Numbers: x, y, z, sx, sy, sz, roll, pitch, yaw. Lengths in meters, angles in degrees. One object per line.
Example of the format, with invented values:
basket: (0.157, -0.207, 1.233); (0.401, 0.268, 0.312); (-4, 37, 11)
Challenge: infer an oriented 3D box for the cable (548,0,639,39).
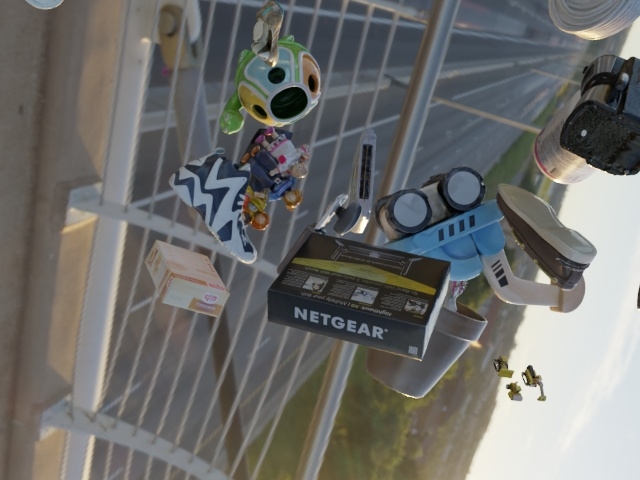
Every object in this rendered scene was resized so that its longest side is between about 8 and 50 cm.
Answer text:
cable: (0.651, -0.596, 1.581); (0.257, 0.089, 0.257); (-42, -131, 38)

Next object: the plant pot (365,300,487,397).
plant pot: (0.268, 0.280, 1.960); (0.280, 0.323, 0.323); (-64, 165, 6)

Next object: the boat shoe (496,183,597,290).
boat shoe: (0.469, -0.018, 1.489); (0.324, 0.116, 0.097); (-120, -142, -52)

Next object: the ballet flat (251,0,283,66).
ballet flat: (-0.136, -0.484, 1.637); (0.067, 0.073, 0.206); (-37, 162, -23)

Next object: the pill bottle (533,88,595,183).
pill bottle: (0.604, -0.248, 1.532); (0.283, 0.160, 0.160); (108, 8, -73)

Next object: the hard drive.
hard drive: (-0.179, -0.197, 1.901); (0.054, 0.172, 0.255); (27, 86, -30)

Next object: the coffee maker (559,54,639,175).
coffee maker: (0.466, -0.185, 1.047); (0.120, 0.171, 0.178); (-37, -167, 49)

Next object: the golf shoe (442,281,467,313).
golf shoe: (0.341, 0.143, 1.970); (0.115, 0.140, 0.306); (25, 79, -60)

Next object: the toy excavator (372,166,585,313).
toy excavator: (0.396, 0.031, 1.722); (0.222, 0.432, 0.445); (178, -111, -83)

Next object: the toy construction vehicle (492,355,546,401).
toy construction vehicle: (0.394, 0.271, 1.346); (0.098, 0.085, 0.035); (-96, -156, -49)

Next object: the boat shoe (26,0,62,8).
boat shoe: (-0.467, -0.533, 1.079); (0.099, 0.116, 0.319); (-126, -157, -67)

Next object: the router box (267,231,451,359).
router box: (0.082, 0.099, 1.347); (0.243, 0.308, 0.081); (-52, 150, -55)

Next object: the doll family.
doll family: (-0.128, -0.121, 1.547); (0.263, 0.163, 0.118); (-41, 170, -3)

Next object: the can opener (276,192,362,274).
can opener: (0.000, 0.000, 1.777); (0.283, 0.095, 0.076); (-54, 167, 19)

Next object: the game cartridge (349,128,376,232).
game cartridge: (0.131, -0.182, 2.176); (0.196, 0.060, 0.294); (95, 0, -72)

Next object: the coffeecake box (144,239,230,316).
coffeecake box: (-0.310, 0.086, 1.577); (0.142, 0.185, 0.068); (21, 106, -34)

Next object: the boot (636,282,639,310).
boot: (0.885, 0.093, 1.572); (0.263, 0.229, 0.091); (-55, 144, -3)

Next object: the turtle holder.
turtle holder: (-0.151, -0.456, 2.043); (0.227, 0.320, 0.243); (-113, -160, -48)

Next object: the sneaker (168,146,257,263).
sneaker: (-0.163, -0.077, 1.320); (0.153, 0.235, 0.094); (-42, -161, -7)
